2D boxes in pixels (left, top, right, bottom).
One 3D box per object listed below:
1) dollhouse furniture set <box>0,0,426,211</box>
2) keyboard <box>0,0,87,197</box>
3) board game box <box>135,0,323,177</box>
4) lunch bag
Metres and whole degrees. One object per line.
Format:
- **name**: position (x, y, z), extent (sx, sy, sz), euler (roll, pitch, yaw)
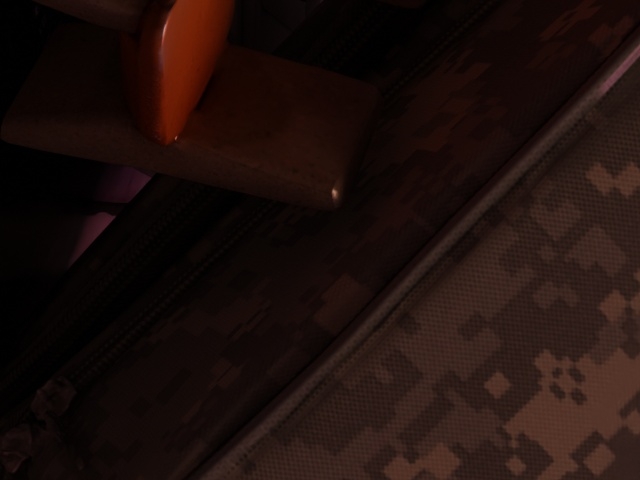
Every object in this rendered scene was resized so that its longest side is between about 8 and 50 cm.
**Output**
- **dollhouse furniture set**: position (0.018, -0.170, 0.400), extent (0.262, 0.135, 0.259), euler (92, 15, -50)
- **keyboard**: position (-0.080, -0.070, 0.485), extent (0.180, 0.023, 0.108), euler (91, 21, -64)
- **board game box**: position (0.010, -0.185, 0.672), extent (0.193, 0.053, 0.305), euler (96, 16, -62)
- **lunch bag**: position (0.041, 0.030, 0.563), extent (0.305, 0.212, 0.256), euler (-45, -156, 1)
